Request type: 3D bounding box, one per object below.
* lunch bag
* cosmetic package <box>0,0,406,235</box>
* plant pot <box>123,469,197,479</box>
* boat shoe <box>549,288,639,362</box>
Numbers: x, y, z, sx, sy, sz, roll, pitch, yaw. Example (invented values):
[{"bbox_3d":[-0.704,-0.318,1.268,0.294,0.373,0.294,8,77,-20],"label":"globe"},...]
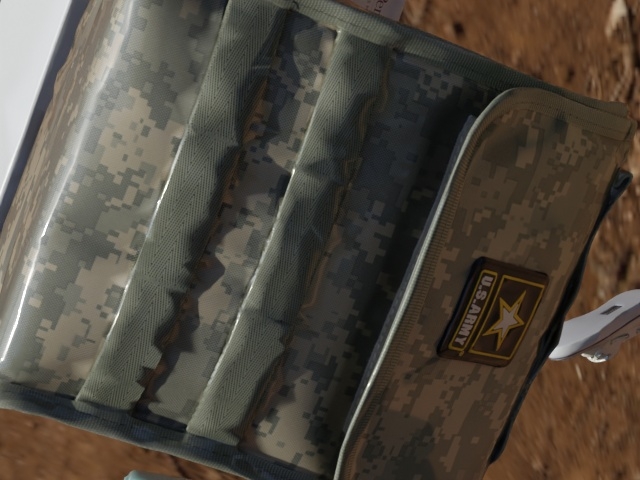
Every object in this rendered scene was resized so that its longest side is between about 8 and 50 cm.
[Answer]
[{"bbox_3d":[0.000,0.000,0.979,0.287,0.169,0.235,19,99,-16],"label":"lunch bag"},{"bbox_3d":[-0.120,-0.067,1.473,0.097,0.284,0.377,28,101,47],"label":"cosmetic package"},{"bbox_3d":[-0.028,0.346,1.584,0.334,0.341,0.341,15,80,-4],"label":"plant pot"},{"bbox_3d":[0.194,0.067,1.369,0.035,0.100,0.035,8,117,48],"label":"boat shoe"}]
